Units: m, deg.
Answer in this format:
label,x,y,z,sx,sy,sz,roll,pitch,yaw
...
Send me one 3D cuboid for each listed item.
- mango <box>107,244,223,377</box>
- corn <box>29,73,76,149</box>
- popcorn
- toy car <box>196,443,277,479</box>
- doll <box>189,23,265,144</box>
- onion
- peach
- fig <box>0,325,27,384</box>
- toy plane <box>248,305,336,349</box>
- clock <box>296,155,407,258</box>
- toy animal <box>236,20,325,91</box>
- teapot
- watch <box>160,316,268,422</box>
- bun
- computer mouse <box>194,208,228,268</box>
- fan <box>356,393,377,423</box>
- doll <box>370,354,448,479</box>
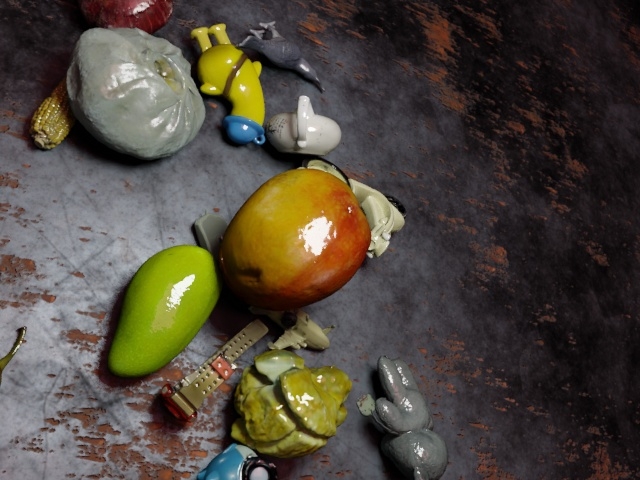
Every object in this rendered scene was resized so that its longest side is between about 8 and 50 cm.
label,x,y,z,sx,sy,sz,roll,pitch,yaw
mango,-0.357,0.156,1.453,0.192,0.156,0.343,33,61,-5
corn,-0.612,-0.338,1.560,0.087,0.086,0.288,30,56,-16
popcorn,-0.066,0.371,1.491,0.276,0.225,0.276,32,28,-19
toy car,-0.173,0.570,1.369,0.190,0.188,0.255,-22,88,-22
doll,-0.234,-0.429,1.776,0.200,0.145,0.362,-23,86,-23
onion,-0.506,-0.641,1.664,0.252,0.219,0.252,7,67,-17
peach,-0.066,0.004,1.497,0.289,0.373,0.372,64,38,-50
fig,-0.668,0.253,1.285,0.124,0.124,0.236,45,32,-6
toy plane,-0.070,0.202,1.624,0.256,0.104,0.242,30,32,-20
clock,0.085,-0.088,1.806,0.379,0.120,0.276,24,36,-18
toy animal,-0.133,-0.571,1.898,0.367,0.081,0.205,15,39,-51
teapot,-0.043,-0.310,1.773,0.209,0.299,0.165,16,85,-2
watch,-0.232,0.286,1.435,0.268,0.165,0.102,-42,95,1
bun,-0.436,-0.366,1.560,0.355,0.194,0.354,23,58,-43
computer mouse,-0.264,0.005,1.630,0.089,0.056,0.181,-14,70,-38
fan,0.131,0.447,1.700,0.056,0.004,0.083,-31,87,-36
doll,0.214,0.473,1.675,0.246,0.158,0.340,18,41,-58
